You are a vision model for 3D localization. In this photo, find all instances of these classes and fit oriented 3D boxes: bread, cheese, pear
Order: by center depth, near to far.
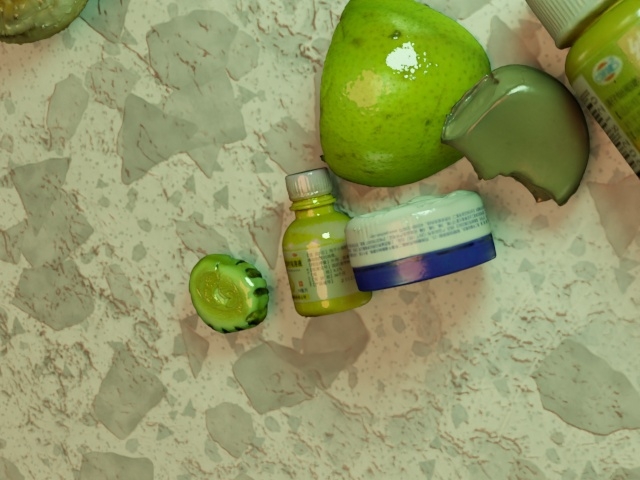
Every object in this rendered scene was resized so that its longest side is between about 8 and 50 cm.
[{"bbox_3d":[0.283,-0.138,1.847,0.175,0.091,0.202,-43,99,14],"label":"cheese"},{"bbox_3d":[0.125,-0.199,1.923,0.239,0.139,0.288,8,104,14],"label":"pear"},{"bbox_3d":[-0.143,0.083,2.147,0.139,0.071,0.130,-4,96,30],"label":"bread"},{"bbox_3d":[-0.479,-0.467,2.152,0.305,0.159,0.306,5,101,23],"label":"bread"}]

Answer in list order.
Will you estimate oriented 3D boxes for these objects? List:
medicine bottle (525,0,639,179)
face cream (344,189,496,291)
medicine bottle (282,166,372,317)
[{"bbox_3d":[0.425,-0.238,1.699,0.224,0.224,0.384,-39,82,28],"label":"medicine bottle"},{"bbox_3d":[0.139,-0.003,1.906,0.206,0.206,0.111,-14,93,29],"label":"face cream"},{"bbox_3d":[0.000,0.000,2.026,0.121,0.122,0.213,-10,96,29],"label":"medicine bottle"}]
